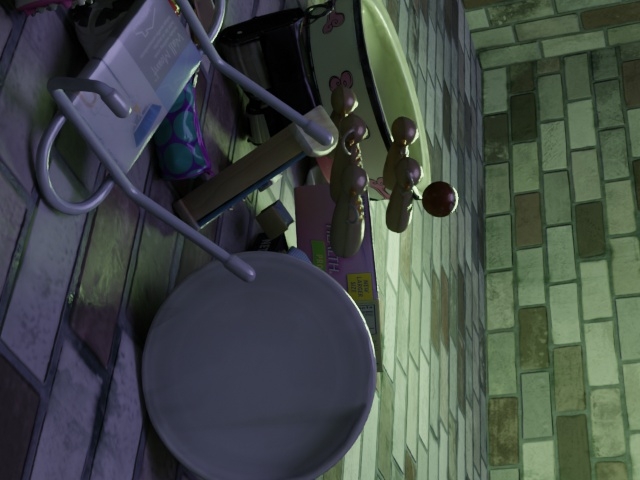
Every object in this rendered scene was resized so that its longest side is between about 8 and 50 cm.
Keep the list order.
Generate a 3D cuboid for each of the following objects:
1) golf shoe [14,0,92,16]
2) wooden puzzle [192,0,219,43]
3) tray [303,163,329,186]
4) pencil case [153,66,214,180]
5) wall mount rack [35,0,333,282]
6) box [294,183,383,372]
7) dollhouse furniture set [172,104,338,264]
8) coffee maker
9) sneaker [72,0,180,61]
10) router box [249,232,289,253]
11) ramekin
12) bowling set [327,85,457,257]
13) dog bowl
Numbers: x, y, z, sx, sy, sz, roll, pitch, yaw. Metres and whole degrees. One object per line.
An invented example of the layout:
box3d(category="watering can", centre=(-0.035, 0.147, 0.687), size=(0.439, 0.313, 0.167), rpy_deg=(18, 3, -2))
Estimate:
box3d(category="golf shoe", centre=(-0.246, -0.346, 1.231), size=(0.306, 0.115, 0.140), rpy_deg=(-70, 145, -59))
box3d(category="wooden puzzle", centre=(-0.165, -0.319, 1.654), size=(0.116, 0.014, 0.079), rpy_deg=(-48, 132, -68))
box3d(category="tray", centre=(0.015, -0.008, 2.076), size=(0.145, 0.030, 0.270), rpy_deg=(-44, 124, -69))
box3d(category="pencil case", centre=(-0.175, -0.151, 1.442), size=(0.064, 0.070, 0.152), rpy_deg=(-21, 104, -73))
box3d(category="wall mount rack", centre=(-0.136, -0.136, 1.253), size=(0.350, 0.130, 0.304), rpy_deg=(-60, 141, -26))
box3d(category="box", centre=(0.030, 0.065, 1.821), size=(0.243, 0.117, 0.214), rpy_deg=(83, 3, -58))
box3d(category="dollhouse furniture set", centre=(0.000, 0.000, 1.557), size=(0.303, 0.198, 0.286), rpy_deg=(57, 21, -6))
box3d(category="coffee maker", centre=(-0.047, -0.242, 1.728), size=(0.120, 0.171, 0.178), rpy_deg=(-66, 144, -57))
box3d(category="sneaker", centre=(-0.207, -0.270, 1.373), size=(0.279, 0.107, 0.118), rpy_deg=(-61, 148, -49))
box3d(category="router box", centre=(-0.073, 0.080, 1.694), size=(0.179, 0.046, 0.133), rpy_deg=(-70, 150, -66))
box3d(category="ramekin", centre=(-0.065, 0.150, 1.360), size=(0.127, 0.272, 0.273), rpy_deg=(18, 64, -84))
box3d(category="bowling set", centre=(0.106, -0.114, 1.690), size=(0.287, 0.199, 0.154), rpy_deg=(-98, -169, -45))
box3d(category="dog bowl", centre=(0.070, -0.252, 2.102), size=(0.408, 0.150, 0.408), rpy_deg=(-15, 90, -75))
